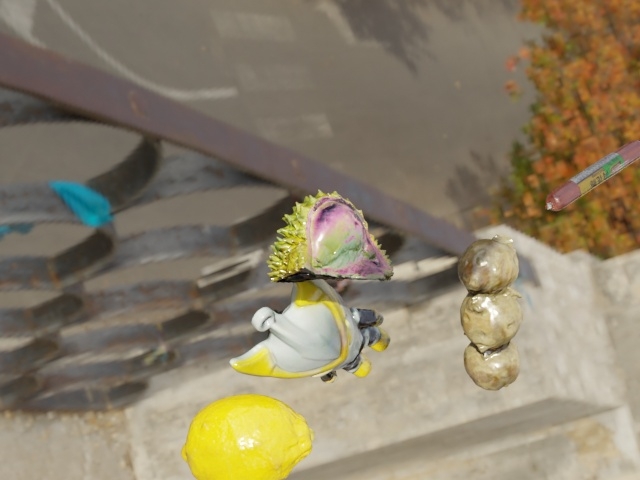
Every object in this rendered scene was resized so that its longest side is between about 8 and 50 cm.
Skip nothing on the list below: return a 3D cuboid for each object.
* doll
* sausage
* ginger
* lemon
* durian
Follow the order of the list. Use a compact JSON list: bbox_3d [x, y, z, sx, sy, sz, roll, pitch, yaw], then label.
[{"bbox_3d":[-0.005,0.134,1.647,0.316,0.145,0.103,22,39,-61],"label":"doll"},{"bbox_3d":[0.388,-0.093,1.714,0.223,0.029,0.029,-30,101,-31],"label":"sausage"},{"bbox_3d":[0.221,0.097,1.592,0.104,0.080,0.204,-30,119,-51],"label":"ginger"},{"bbox_3d":[-0.083,0.231,1.382,0.114,0.155,0.114,-10,90,-83],"label":"lemon"},{"bbox_3d":[0.001,-0.004,1.464,0.187,0.119,0.108,4,83,-47],"label":"durian"}]
